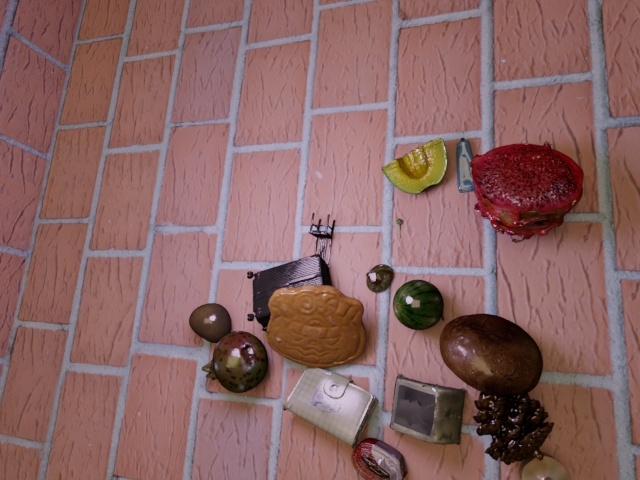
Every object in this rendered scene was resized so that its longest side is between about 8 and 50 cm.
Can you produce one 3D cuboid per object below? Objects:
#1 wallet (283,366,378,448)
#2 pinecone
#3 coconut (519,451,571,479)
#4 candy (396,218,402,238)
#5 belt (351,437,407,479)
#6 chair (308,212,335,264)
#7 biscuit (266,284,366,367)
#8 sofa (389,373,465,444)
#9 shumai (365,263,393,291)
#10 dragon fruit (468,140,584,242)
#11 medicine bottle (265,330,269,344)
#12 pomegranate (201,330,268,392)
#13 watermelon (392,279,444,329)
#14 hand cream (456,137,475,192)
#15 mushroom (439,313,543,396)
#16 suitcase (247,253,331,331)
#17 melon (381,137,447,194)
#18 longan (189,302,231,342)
[{"bbox_3d":[0.039,0.621,1.722,0.309,0.077,0.223,21,67,25],"label":"wallet"},{"bbox_3d":[0.620,0.602,1.471,0.243,0.257,0.244,-4,104,-16],"label":"pinecone"},{"bbox_3d":[0.718,0.761,1.434,0.147,0.152,0.147,-4,76,16],"label":"coconut"},{"bbox_3d":[0.326,-0.049,1.843,0.023,0.025,0.083,-11,81,45],"label":"candy"},{"bbox_3d":[0.210,0.805,1.616,0.200,0.124,0.128,23,87,23],"label":"belt"},{"bbox_3d":[0.000,0.000,1.897,0.084,0.101,0.213,5,78,20],"label":"chair"},{"bbox_3d":[-0.015,0.338,1.715,0.384,0.062,0.365,4,115,2],"label":"biscuit"},{"bbox_3d":[0.384,0.610,1.628,0.225,0.176,0.210,-4,73,48],"label":"sofa"},{"bbox_3d":[0.228,0.144,1.790,0.099,0.087,0.124,32,87,24],"label":"shumai"},{"bbox_3d":[0.714,-0.163,1.604,0.371,0.249,0.386,-41,52,-23],"label":"dragon fruit"},{"bbox_3d":[-0.103,0.374,1.861,0.260,0.064,0.095,-12,68,15],"label":"medicine bottle"},{"bbox_3d":[-0.352,0.521,1.839,0.306,0.242,0.242,-50,66,24],"label":"pomegranate"},{"bbox_3d":[0.373,0.238,1.669,0.188,0.214,0.188,-3,87,58],"label":"watermelon"},{"bbox_3d":[0.587,-0.306,1.806,0.083,0.048,0.224,-6,81,18],"label":"hand cream"},{"bbox_3d":[0.566,0.373,1.492,0.344,0.345,0.239,-8,117,17],"label":"mushroom"},{"bbox_3d":[-0.121,0.211,1.832,0.334,0.152,0.230,-18,55,15],"label":"suitcase"},{"bbox_3d":[0.398,-0.284,1.827,0.265,0.129,0.169,-26,92,8],"label":"melon"},{"bbox_3d":[-0.473,0.354,1.942,0.189,0.189,0.189,-5,76,18],"label":"longan"}]
